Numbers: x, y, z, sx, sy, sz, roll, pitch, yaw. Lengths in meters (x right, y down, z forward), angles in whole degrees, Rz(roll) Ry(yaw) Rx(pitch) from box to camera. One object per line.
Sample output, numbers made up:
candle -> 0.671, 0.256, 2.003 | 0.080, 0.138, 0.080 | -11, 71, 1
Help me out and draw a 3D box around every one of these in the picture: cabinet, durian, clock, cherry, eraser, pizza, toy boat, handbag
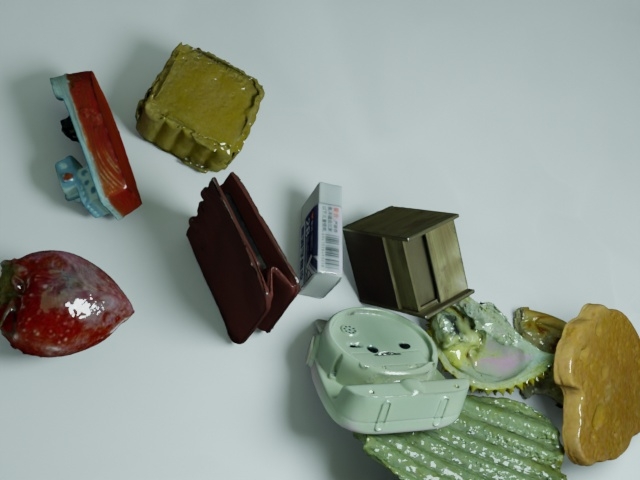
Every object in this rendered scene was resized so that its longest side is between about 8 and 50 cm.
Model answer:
cabinet -> 0.181, 0.038, 1.863 | 0.148, 0.215, 0.174 | -24, 108, -29
durian -> 0.326, 0.204, 1.899 | 0.172, 0.166, 0.306 | -23, 60, -33
clock -> 0.107, 0.232, 1.770 | 0.265, 0.108, 0.324 | -1, 31, -25
cherry -> -0.456, 0.117, 1.636 | 0.250, 0.175, 0.192 | 5, 47, -21
eraser -> 0.000, 0.000, 1.901 | 0.068, 0.124, 0.210 | 10, 61, -16
pizza -> 0.545, 0.281, 1.993 | 0.324, 0.089, 0.223 | 33, 55, -2
toy boat -> -0.471, -0.196, 1.822 | 0.133, 0.145, 0.331 | -22, 71, 0
handbag -> -0.158, 0.037, 1.744 | 0.084, 0.260, 0.275 | -20, 72, -26

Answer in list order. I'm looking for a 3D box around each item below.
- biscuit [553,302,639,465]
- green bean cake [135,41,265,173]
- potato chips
biscuit -> 0.569, 0.291, 1.870 | 0.351, 0.057, 0.311 | -32, 107, -43
green bean cake -> -0.257, -0.277, 1.942 | 0.230, 0.131, 0.224 | 27, 60, -10
potato chips -> 0.274, 0.393, 1.736 | 0.430, 0.070, 0.358 | 20, 27, 9
